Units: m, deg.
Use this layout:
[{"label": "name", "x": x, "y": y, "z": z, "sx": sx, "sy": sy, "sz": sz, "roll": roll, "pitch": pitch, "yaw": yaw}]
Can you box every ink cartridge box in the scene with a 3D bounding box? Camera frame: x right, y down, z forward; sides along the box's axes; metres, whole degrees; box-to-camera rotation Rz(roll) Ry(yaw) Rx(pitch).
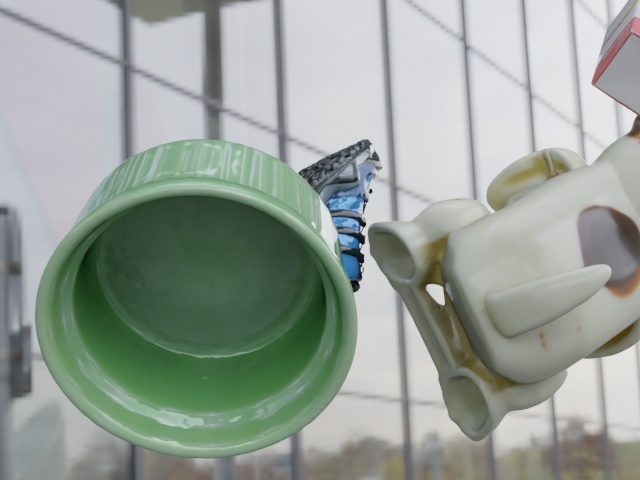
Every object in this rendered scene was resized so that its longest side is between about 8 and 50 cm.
[{"label": "ink cartridge box", "x": 0.322, "y": -0.171, "z": 1.340, "sx": 0.115, "sy": 0.067, "sz": 0.198, "roll": 32, "pitch": 30, "yaw": -2}]

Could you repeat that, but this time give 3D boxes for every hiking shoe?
[{"label": "hiking shoe", "x": 0.000, "y": 0.000, "z": 1.666, "sx": 0.113, "sy": 0.132, "sz": 0.304, "roll": -21, "pitch": 22, "yaw": 40}]

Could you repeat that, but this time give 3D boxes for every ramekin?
[{"label": "ramekin", "x": -0.115, "y": 0.049, "z": 1.427, "sx": 0.303, "sy": 0.303, "sz": 0.148, "roll": -3, "pitch": 29, "yaw": 3}]

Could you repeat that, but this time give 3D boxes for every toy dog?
[{"label": "toy dog", "x": 0.307, "y": -0.005, "z": 1.674, "sx": 0.408, "sy": 0.284, "sz": 0.395, "roll": -26, "pitch": -11, "yaw": -15}]
